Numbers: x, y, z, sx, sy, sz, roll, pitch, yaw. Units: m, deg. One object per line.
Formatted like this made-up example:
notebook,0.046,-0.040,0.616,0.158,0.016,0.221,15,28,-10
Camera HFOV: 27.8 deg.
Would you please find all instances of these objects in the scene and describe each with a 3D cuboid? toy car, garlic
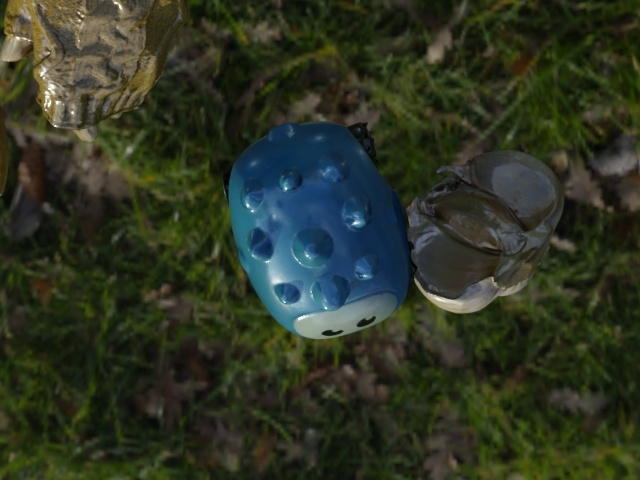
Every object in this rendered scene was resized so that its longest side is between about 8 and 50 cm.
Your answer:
toy car,0.000,0.000,1.415,0.188,0.190,0.255,-16,114,7
garlic,0.219,-0.007,1.686,0.229,0.178,0.143,-49,149,1

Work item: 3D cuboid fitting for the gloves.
gloves,-0.238,-0.269,1.365,0.203,0.155,0.357,7,119,-3

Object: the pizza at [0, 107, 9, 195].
pizza,-0.455,-0.118,1.455,0.198,0.062,0.188,-18,95,-16
